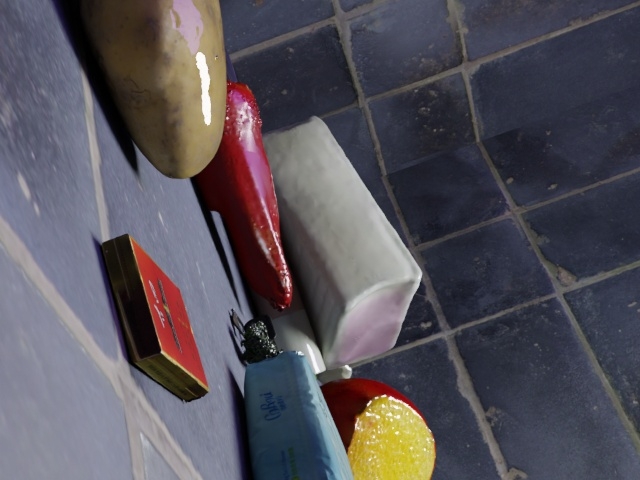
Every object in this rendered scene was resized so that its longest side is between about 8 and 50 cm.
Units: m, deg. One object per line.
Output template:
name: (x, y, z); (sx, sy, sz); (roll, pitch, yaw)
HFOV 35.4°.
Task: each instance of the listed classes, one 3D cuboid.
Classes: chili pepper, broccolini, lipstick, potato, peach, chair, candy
chili pepper: (-0.112, -0.091, 1.303); (0.110, 0.110, 0.388); (-90, 164, -86)
broccolini: (-0.054, 0.149, 1.211); (0.054, 0.052, 0.194); (55, 1, 27)
lipstick: (-0.066, 0.080, 1.462); (0.070, 0.070, 0.255); (57, 13, -84)
potato: (-0.151, -0.180, 0.911); (0.161, 0.128, 0.235); (-78, 156, -57)
peach: (0.054, 0.261, 1.245); (0.192, 0.190, 0.190); (117, -44, -66)
chair: (-0.077, 0.108, 1.210); (0.086, 0.042, 0.037); (69, -2, -59)
candy: (-0.002, 0.002, 1.535); (0.359, 0.145, 0.208); (59, -26, 27)

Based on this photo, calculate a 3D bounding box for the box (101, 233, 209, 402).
box: (-0.116, 0.059, 0.721); (0.133, 0.023, 0.090); (68, 0, -68)

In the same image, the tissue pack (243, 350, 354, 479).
tissue pack: (-0.009, 0.252, 0.982); (0.263, 0.089, 0.177); (-112, -177, -60)

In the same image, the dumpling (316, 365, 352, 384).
dumpling: (-0.025, 0.156, 1.639); (0.155, 0.111, 0.181); (121, -35, -50)
